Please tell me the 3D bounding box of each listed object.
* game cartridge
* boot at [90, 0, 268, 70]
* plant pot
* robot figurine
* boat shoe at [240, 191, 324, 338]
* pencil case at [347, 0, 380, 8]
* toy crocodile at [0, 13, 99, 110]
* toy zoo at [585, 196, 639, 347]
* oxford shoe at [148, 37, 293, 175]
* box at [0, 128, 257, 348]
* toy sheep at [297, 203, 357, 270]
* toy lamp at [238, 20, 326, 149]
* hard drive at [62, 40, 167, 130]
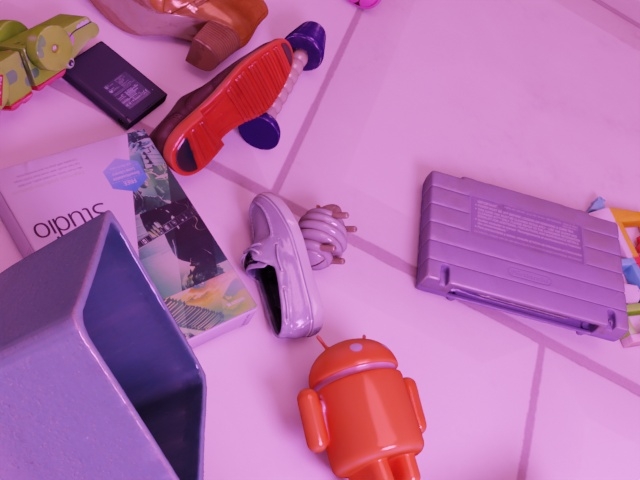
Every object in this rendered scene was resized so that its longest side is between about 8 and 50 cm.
[{"bbox_3d":[0.335,0.022,1.362,0.355,0.068,0.230,15,50,-9],"label":"game cartridge"},{"bbox_3d":[-0.242,-0.417,1.360,0.295,0.104,0.211,35,46,-9],"label":"boot"},{"bbox_3d":[-0.283,0.161,0.832,0.252,0.247,0.248,-22,25,3],"label":"plant pot"},{"bbox_3d":[0.056,0.223,1.066,0.158,0.128,0.219,-18,65,1],"label":"robot figurine"},{"bbox_3d":[-0.067,0.033,1.159,0.081,0.079,0.227,-7,67,-34],"label":"boat shoe"},{"bbox_3d":[0.100,-0.553,1.611,0.098,0.095,0.209,17,50,4],"label":"pencil case"},{"bbox_3d":[-0.439,-0.227,1.134,0.115,0.105,0.340,10,40,26],"label":"toy crocodile"},{"bbox_3d":[0.566,0.046,1.488,0.192,0.030,0.293,-3,62,-27],"label":"toy zoo"},{"bbox_3d":[-0.152,-0.217,1.227,0.098,0.097,0.271,29,66,38],"label":"oxford shoe"},{"bbox_3d":[-0.263,0.014,1.091,0.232,0.058,0.322,-24,74,-35],"label":"box"},{"bbox_3d":[0.000,0.000,1.209,0.091,0.091,0.132,29,57,-6],"label":"toy sheep"},{"bbox_3d":[-0.055,-0.269,1.359,0.080,0.080,0.275,29,51,-7],"label":"toy lamp"},{"bbox_3d":[-0.315,-0.239,1.248,0.135,0.022,0.094,39,52,1],"label":"hard drive"}]
